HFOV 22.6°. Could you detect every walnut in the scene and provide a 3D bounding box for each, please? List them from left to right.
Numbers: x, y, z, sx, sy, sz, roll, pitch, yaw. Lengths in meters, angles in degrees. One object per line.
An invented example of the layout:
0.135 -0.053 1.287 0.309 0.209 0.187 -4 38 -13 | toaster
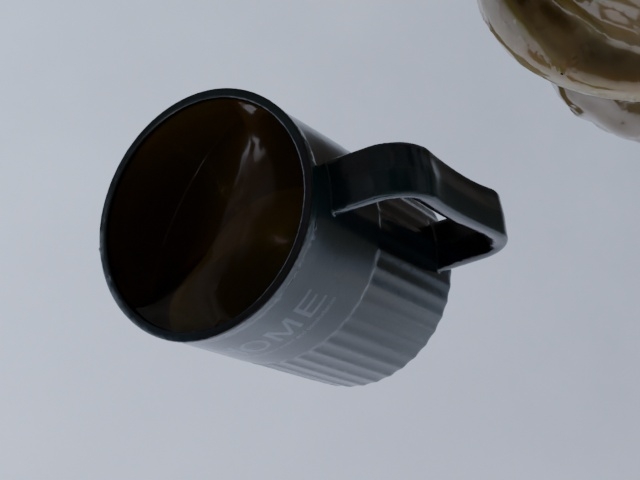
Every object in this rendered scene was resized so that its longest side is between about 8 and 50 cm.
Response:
0.243 -0.203 1.093 0.285 0.296 0.285 -2 -125 2 | walnut

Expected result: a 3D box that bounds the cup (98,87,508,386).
-0.011 -0.010 1.573 0.292 0.308 0.242 27 -159 -54 | cup
